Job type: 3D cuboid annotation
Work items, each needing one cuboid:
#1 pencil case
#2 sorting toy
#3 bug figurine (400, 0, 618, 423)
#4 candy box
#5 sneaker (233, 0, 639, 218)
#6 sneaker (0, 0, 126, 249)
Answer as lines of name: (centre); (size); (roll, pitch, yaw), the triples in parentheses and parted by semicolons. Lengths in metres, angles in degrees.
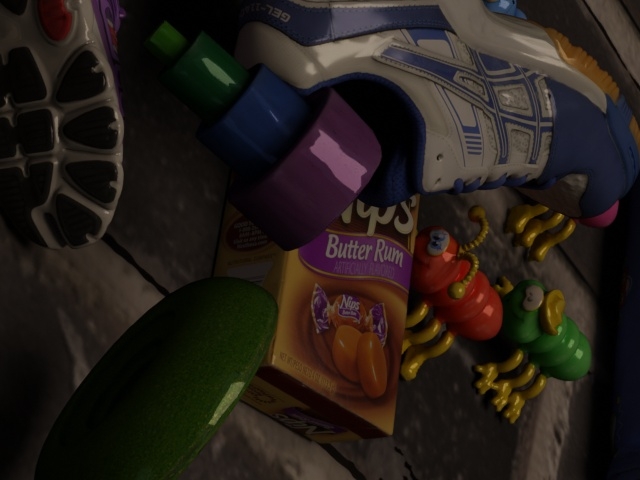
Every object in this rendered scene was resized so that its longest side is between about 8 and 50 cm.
pencil case: (0.281, 0.052, 1.233); (0.119, 0.133, 0.306); (80, 18, -64)
sorting toy: (-0.113, 0.051, 0.641); (0.126, 0.127, 0.365); (41, 62, -14)
bug figurine: (0.121, -0.024, 1.061); (0.216, 0.072, 0.279); (46, 47, -41)
candy box: (0.000, 0.000, 0.894); (0.109, 0.053, 0.187); (35, 53, -46)
sneaker: (0.056, -0.065, 0.874); (0.296, 0.112, 0.131); (34, 69, -41)
sneaker: (-0.106, -0.081, 0.745); (0.071, 0.068, 0.170); (3, 83, -69)
